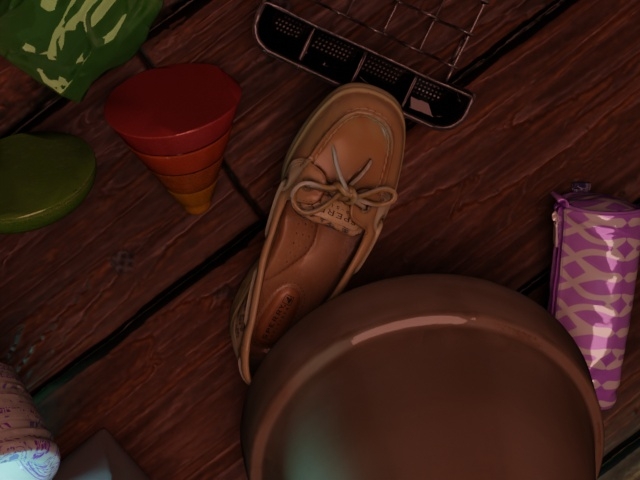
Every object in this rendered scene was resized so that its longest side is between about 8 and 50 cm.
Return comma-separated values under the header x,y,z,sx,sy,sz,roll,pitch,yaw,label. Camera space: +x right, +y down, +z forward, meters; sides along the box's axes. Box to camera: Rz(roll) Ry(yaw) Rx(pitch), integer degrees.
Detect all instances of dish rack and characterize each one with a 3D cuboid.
x,y,z,sx,sy,sz,roll,pitch,yaw,label
0.078,-0.256,1.591,0.208,0.074,0.272,23,97,-14,dish rack

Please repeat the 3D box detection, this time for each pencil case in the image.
x,y,z,sx,sy,sz,roll,pitch,yaw,label
0.243,0.054,1.675,0.088,0.086,0.206,0,102,-23,pencil case

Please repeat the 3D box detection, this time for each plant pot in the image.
x,y,z,sx,sy,sz,roll,pitch,yaw,label
0.105,0.236,1.527,0.323,0.280,0.323,-4,122,-6,plant pot

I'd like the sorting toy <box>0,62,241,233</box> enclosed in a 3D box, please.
x,y,z,sx,sy,sz,roll,pitch,yaw,label
-0.220,-0.021,1.556,0.365,0.127,0.126,-28,130,-21,sorting toy

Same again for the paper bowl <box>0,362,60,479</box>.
x,y,z,sx,sy,sz,roll,pitch,yaw,label
-0.372,0.188,1.517,0.284,0.284,0.148,-29,74,-2,paper bowl

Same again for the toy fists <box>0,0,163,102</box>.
x,y,z,sx,sy,sz,roll,pitch,yaw,label
-0.262,-0.247,1.525,0.279,0.096,0.142,36,102,-4,toy fists

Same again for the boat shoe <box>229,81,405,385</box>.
x,y,z,sx,sy,sz,roll,pitch,yaw,label
0.000,0.000,1.595,0.104,0.089,0.285,18,113,-8,boat shoe

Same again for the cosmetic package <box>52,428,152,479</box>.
x,y,z,sx,sy,sz,roll,pitch,yaw,label
-0.163,0.314,1.596,0.138,0.224,0.224,-40,105,-2,cosmetic package
